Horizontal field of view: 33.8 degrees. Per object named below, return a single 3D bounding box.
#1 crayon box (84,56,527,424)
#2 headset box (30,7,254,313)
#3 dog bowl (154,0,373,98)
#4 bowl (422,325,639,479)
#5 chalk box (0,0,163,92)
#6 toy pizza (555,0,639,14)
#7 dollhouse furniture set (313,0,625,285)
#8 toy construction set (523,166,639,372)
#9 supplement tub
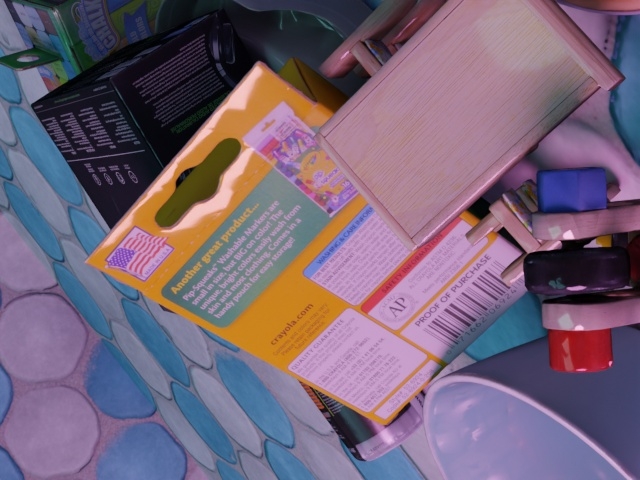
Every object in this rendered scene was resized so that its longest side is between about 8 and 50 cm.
[{"bbox_3d":[0.000,0.000,0.843,0.323,0.203,0.083,33,-160,-33],"label":"crayon box"},{"bbox_3d":[-0.120,-0.052,1.018,0.246,0.131,0.283,2,125,60],"label":"headset box"},{"bbox_3d":[-0.015,-0.113,1.033,0.348,0.102,0.349,40,153,26],"label":"dog bowl"},{"bbox_3d":[0.253,0.193,0.895,0.311,0.163,0.312,41,153,26],"label":"bowl"},{"bbox_3d":[-0.247,-0.230,1.149,0.132,0.213,0.132,26,146,46],"label":"chalk box"},{"bbox_3d":[0.156,-0.210,0.597,0.201,0.032,0.201,23,144,18],"label":"toy pizza"},{"bbox_3d":[0.123,-0.098,0.736,0.161,0.242,0.212,-43,83,22],"label":"dollhouse furniture set"},{"bbox_3d":[0.283,0.041,0.618,0.309,0.257,0.237,66,-158,8],"label":"toy construction set"},{"bbox_3d":[0.038,0.167,1.304,0.190,0.117,0.117,55,156,-4],"label":"supplement tub"}]
